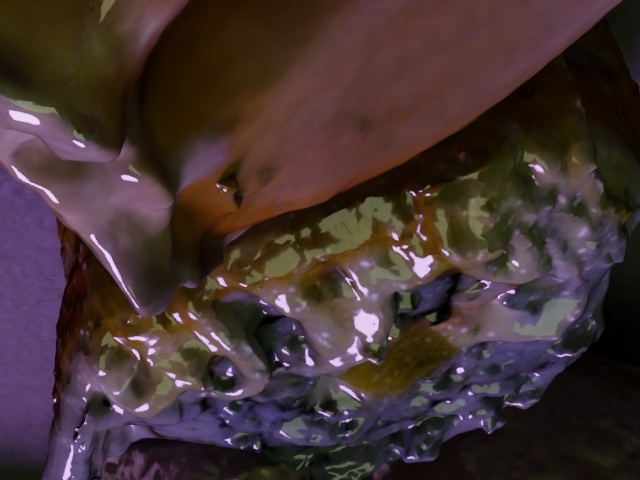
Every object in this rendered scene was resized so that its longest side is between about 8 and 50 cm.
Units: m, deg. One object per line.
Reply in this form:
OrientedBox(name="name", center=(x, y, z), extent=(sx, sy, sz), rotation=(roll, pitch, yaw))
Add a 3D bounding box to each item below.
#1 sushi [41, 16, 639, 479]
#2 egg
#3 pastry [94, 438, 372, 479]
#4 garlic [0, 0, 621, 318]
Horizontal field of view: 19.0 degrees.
OrientedBox(name="sushi", center=(0.000, 0.000, 0.750), extent=(0.274, 0.139, 0.184), rotation=(-18, 146, 4))
OrientedBox(name="egg", center=(0.115, 0.154, 0.947), extent=(0.245, 0.203, 0.203), rotation=(11, 140, -30))
OrientedBox(name="pastry", center=(-0.055, 0.131, 0.885), extent=(0.121, 0.089, 0.258), rotation=(-3, 175, -16))
OrientedBox(name="garlic", center=(0.016, -0.130, 0.519), extent=(0.313, 0.249, 0.286), rotation=(-41, 123, 5))
